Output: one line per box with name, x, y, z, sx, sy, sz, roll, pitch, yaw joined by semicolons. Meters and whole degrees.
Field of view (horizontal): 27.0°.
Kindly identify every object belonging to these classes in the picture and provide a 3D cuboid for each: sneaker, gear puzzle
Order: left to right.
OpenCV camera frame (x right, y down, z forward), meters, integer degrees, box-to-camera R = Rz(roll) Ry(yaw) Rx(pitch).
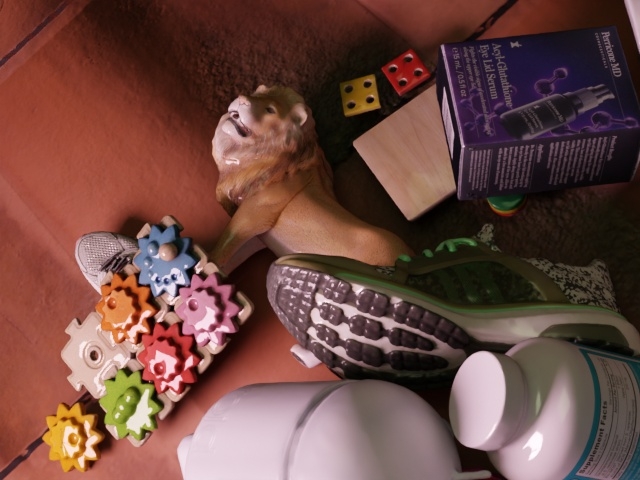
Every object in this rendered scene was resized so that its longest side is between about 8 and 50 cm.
gear puzzle;-0.232;0.138;1.550;0.175;0.044;0.339;47;112;19
sneaker;-0.216;0.047;1.625;0.225;0.093;0.088;30;80;28
sneaker;0.144;0.060;1.439;0.410;0.158;0.182;12;46;-7

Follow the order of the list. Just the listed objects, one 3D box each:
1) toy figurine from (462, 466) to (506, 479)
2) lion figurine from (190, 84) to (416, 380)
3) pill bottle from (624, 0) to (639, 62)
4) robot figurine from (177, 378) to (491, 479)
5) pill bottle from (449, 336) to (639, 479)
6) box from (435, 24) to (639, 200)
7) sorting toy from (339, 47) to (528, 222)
toy figurine;0.164;0.305;1.366;0.173;0.130;0.159;-21;40;-24
lion figurine;0.000;0.000;1.567;0.392;0.142;0.240;40;76;14
pill bottle;0.505;-0.263;1.466;0.318;0.176;0.176;-14;64;12
robot figurine;0.000;0.243;1.354;0.353;0.300;0.199;-9;100;48
pill bottle;0.259;0.176;1.300;0.146;0.264;0.146;-40;42;50
box;0.245;-0.144;1.506;0.207;0.108;0.153;-8;57;-2
sorting toy;0.126;-0.107;1.601;0.132;0.046;0.274;-35;62;1
